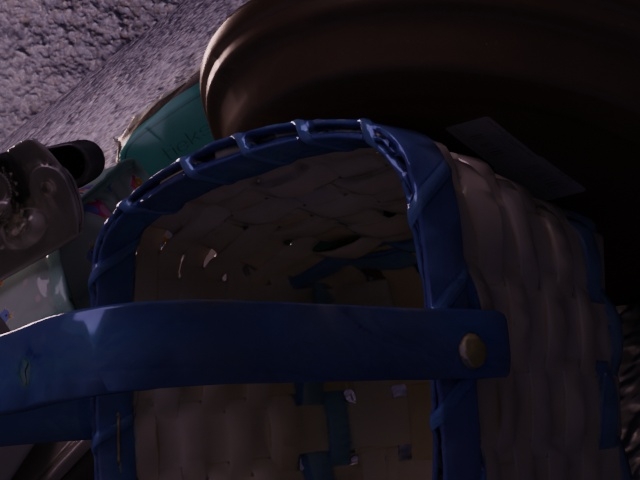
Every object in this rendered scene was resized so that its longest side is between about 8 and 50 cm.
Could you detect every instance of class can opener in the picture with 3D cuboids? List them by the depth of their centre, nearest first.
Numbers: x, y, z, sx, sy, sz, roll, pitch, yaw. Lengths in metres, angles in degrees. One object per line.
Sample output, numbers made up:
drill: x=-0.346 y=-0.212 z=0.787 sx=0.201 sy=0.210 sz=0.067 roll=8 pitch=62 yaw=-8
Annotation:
can opener: x=-0.270 y=0.010 z=0.953 sx=0.283 sy=0.076 sz=0.095 roll=-27 pitch=3 yaw=27

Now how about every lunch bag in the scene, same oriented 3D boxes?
lunch bag: x=-0.225 y=0.070 z=1.024 sx=0.223 sy=0.160 sz=0.262 roll=-29 pitch=14 yaw=16

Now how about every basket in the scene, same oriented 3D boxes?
basket: x=-0.037 y=0.058 z=0.527 sx=0.289 sy=0.201 sz=0.254 roll=-2 pitch=-9 yaw=-45

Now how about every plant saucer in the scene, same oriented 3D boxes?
plant saucer: x=0.076 y=-0.032 z=0.606 sx=0.278 sy=0.278 sz=0.041 roll=-15 pitch=54 yaw=47

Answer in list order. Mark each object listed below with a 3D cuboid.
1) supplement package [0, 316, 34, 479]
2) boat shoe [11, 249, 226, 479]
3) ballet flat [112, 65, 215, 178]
supplement package: x=-0.339 y=0.123 z=0.768 sx=0.293 sy=0.175 sz=0.177 roll=-25 pitch=17 yaw=20
boat shoe: x=-0.144 y=0.140 z=0.843 sx=0.335 sy=0.095 sz=0.112 roll=-42 pitch=32 yaw=-5
ballet flat: x=-0.023 y=-0.163 z=1.298 sx=0.409 sy=0.147 sz=0.147 roll=-31 pitch=19 yaw=11
